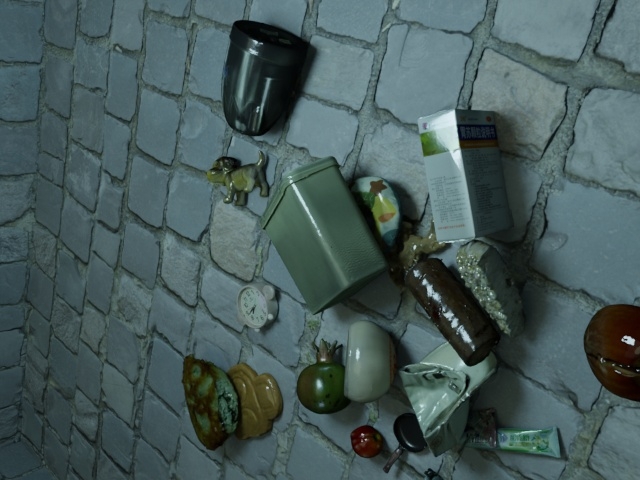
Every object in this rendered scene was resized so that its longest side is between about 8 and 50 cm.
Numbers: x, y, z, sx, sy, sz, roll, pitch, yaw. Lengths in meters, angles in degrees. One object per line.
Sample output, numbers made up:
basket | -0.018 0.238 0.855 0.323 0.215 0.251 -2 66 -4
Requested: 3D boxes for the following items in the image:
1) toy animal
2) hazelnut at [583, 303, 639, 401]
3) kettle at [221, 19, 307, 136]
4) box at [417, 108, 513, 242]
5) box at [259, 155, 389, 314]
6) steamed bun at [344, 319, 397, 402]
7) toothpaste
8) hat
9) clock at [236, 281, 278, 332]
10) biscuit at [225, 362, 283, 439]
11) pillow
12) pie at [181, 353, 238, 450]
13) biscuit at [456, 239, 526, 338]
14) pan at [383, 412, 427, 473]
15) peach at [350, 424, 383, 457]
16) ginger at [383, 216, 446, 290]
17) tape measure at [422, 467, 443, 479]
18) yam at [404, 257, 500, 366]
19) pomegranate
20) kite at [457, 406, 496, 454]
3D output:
toy animal | -0.278 -0.204 2.073 0.233 0.121 0.169 -2 85 38
hazelnut | 0.655 0.239 1.308 0.181 0.181 0.212 -1 108 20
kettle | -0.206 -0.492 1.915 0.321 0.228 0.324 61 139 49
box | 0.348 -0.156 1.485 0.106 0.200 0.299 -10 91 41
box | 0.000 0.000 1.759 0.344 0.177 0.352 63 155 10
steamed bun | 0.144 0.343 1.754 0.145 0.232 0.232 5 103 2
toothpaste | 0.468 0.514 1.603 0.297 0.048 0.075 -11 77 39
hat | 0.352 0.400 1.627 0.301 0.168 0.258 -42 29 14
clock | -0.213 0.222 2.123 0.156 0.063 0.229 56 130 15
biscuit | -0.278 0.584 2.248 0.376 0.051 0.269 -30 77 40
pillow | 0.142 -0.074 1.734 0.233 0.086 0.214 10 108 51
pie | -0.413 0.587 2.277 0.288 0.103 0.355 -16 83 52
biscuit | 0.400 0.094 1.490 0.281 0.084 0.179 58 175 -35
pan | 0.244 0.595 1.807 0.115 0.040 0.212 37 113 29
peach | 0.137 0.609 1.869 0.100 0.100 0.101 8 103 39
ginger | 0.250 0.009 1.691 0.149 0.065 0.259 52 128 25
tape measure | 0.287 0.821 1.782 0.164 0.084 0.330 39 119 34
yam | 0.335 0.174 1.573 0.280 0.131 0.131 55 128 31
pomegranate | 0.015 0.415 1.897 0.181 0.181 0.224 -15 71 41
kite | 0.409 0.498 1.625 0.157 0.011 0.139 -51 37 3
